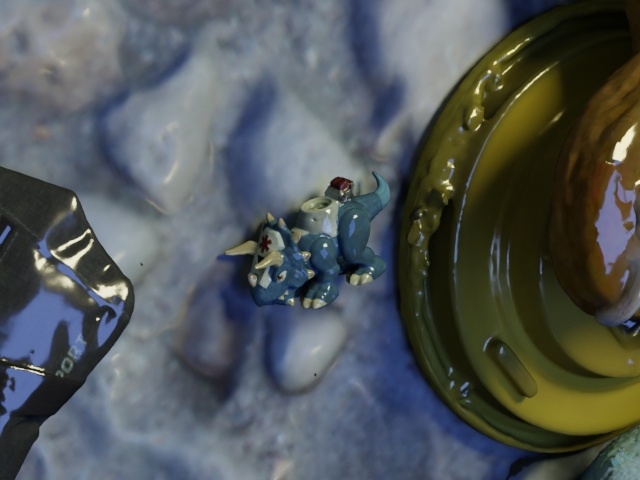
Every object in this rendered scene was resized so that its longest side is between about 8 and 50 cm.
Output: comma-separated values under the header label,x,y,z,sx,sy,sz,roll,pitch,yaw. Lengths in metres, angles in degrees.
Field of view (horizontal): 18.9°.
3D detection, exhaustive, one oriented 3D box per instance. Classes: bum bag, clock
label,x,y,z,sx,sy,sz,roll,pitch,yaw
bum bag,-0.149,0.066,0.768,0.087,0.049,0.198,32,84,-11
clock,0.145,-0.001,0.936,0.237,0.057,0.237,-9,108,-30

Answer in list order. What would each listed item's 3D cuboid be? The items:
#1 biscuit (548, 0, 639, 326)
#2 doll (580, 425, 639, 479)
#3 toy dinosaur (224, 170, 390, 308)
label,x,y,z,sx,sy,sz,roll,pitch,yaw
biscuit,0.279,-0.045,0.960,0.432,0.064,0.283,24,74,-43
doll,0.188,0.136,0.996,0.120,0.075,0.180,-34,149,15
toy dinosaur,0.000,0.000,0.855,0.083,0.030,0.047,-26,118,-26
